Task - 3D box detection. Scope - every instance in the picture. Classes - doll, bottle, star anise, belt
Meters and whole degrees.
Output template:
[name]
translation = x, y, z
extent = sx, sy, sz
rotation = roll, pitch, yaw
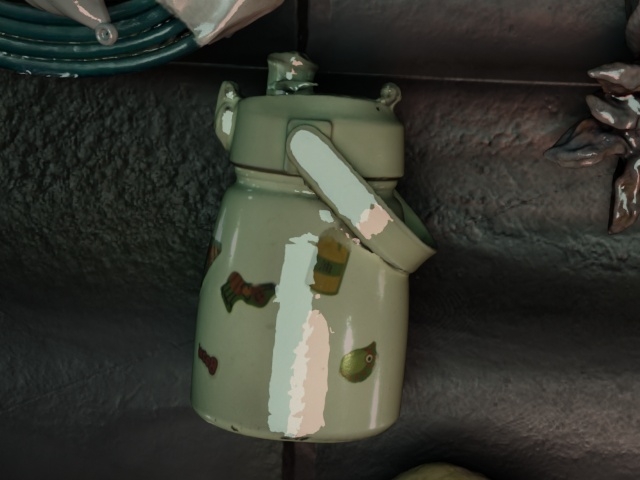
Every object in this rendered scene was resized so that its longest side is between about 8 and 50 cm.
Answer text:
[doll]
translation = -0.246, -0.263, 1.133
extent = 0.102, 0.075, 0.227
rotation = -35, 88, 39
[bottle]
translation = 0.000, 0.000, 1.245
extent = 0.229, 0.229, 0.352
rotation = 7, 96, 7
[star anise]
translation = 0.329, -0.132, 1.222
extent = 0.212, 0.129, 0.283
rotation = 25, 106, -13
[belt]
translation = -0.235, -0.313, 1.244
extent = 0.436, 0.173, 0.300
rotation = 9, 108, 10

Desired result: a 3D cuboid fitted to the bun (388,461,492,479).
[bun]
translation = 0.155, 0.353, 1.304
extent = 0.287, 0.146, 0.287
rotation = 6, 107, 20
